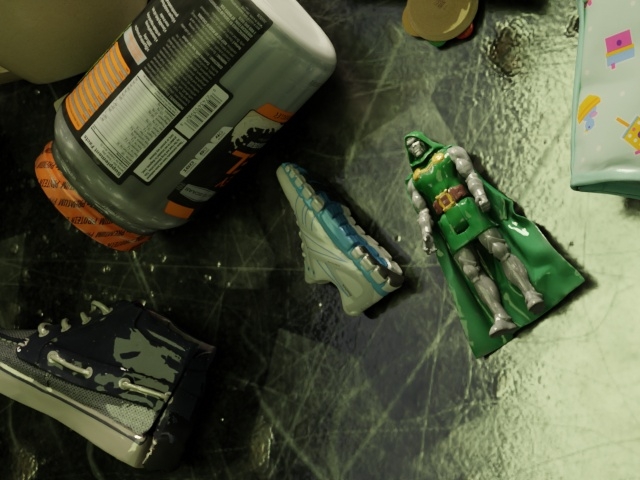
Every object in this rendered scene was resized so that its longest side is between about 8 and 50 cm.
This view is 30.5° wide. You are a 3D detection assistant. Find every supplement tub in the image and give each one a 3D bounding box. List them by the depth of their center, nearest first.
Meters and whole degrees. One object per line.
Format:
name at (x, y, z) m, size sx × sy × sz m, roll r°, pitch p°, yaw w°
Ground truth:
supplement tub at (-0.151, -0.147, 1.265) m, size 0.316 × 0.194 × 0.193 m, roll -44°, pitch 66°, yaw 17°

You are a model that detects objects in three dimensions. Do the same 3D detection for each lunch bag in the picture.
lunch bag at (0.349, -0.140, 1.019) m, size 0.262 × 0.160 × 0.223 m, roll 4°, pitch 86°, yaw 23°

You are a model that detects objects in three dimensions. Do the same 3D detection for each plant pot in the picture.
plant pot at (-0.310, -0.294, 1.355) m, size 0.284 × 0.284 × 0.190 m, roll -10°, pitch 115°, yaw 27°

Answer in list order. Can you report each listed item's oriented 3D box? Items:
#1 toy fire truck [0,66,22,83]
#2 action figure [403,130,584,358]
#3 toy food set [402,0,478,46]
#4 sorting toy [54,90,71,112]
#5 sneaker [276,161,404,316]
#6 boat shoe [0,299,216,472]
toy fire truck at (-0.469, -0.159, 1.438) m, size 0.158 × 0.217 × 0.246 m, roll 34°, pitch 95°, yaw -2°
action figure at (0.144, -0.016, 1.168) m, size 0.137 × 0.063 × 0.232 m, roll -39°, pitch 64°, yaw 22°
toy food set at (0.129, -0.245, 1.227) m, size 0.083 × 0.020 × 0.083 m, roll 28°, pitch 96°, yaw 28°
sorting toy at (-0.291, -0.166, 1.444) m, size 0.083 × 0.012 × 0.062 m, roll -29°, pitch 70°, yaw 22°
sneaker at (0.000, 0.000, 1.237) m, size 0.083 × 0.071 × 0.190 m, roll -46°, pitch 65°, yaw 22°
boat shoe at (-0.273, 0.125, 1.346) m, size 0.341 × 0.127 × 0.158 m, roll 24°, pitch 88°, yaw 21°
